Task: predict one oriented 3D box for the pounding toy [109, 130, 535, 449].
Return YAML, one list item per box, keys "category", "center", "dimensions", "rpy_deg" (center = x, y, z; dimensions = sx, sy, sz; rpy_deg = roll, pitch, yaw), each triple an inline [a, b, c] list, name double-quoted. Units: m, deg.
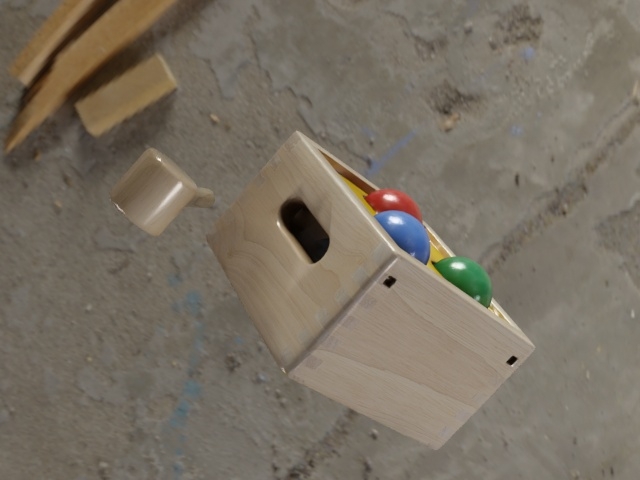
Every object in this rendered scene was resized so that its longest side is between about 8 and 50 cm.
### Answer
- category: "pounding toy"
  center: [-0.007, -0.007, 0.586]
  dimensions: [0.094, 0.206, 0.181]
  rpy_deg: [-48, 41, 11]
